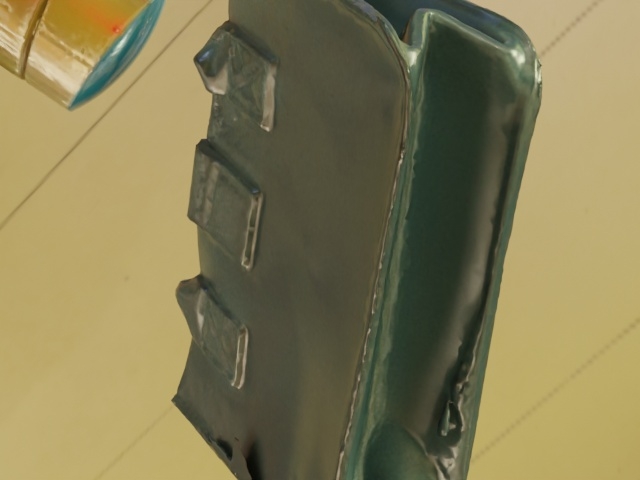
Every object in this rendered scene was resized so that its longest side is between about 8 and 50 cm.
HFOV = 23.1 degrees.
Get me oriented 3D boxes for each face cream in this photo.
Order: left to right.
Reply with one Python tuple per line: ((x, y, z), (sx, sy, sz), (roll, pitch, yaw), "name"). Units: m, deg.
((-0.256, -0.214, 1.210), (0.285, 0.067, 0.139), (35, 124, 8), "face cream")

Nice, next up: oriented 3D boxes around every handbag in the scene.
((0.000, 0.000, 0.625), (0.062, 0.179, 0.229), (-5, 116, -29), "handbag")
